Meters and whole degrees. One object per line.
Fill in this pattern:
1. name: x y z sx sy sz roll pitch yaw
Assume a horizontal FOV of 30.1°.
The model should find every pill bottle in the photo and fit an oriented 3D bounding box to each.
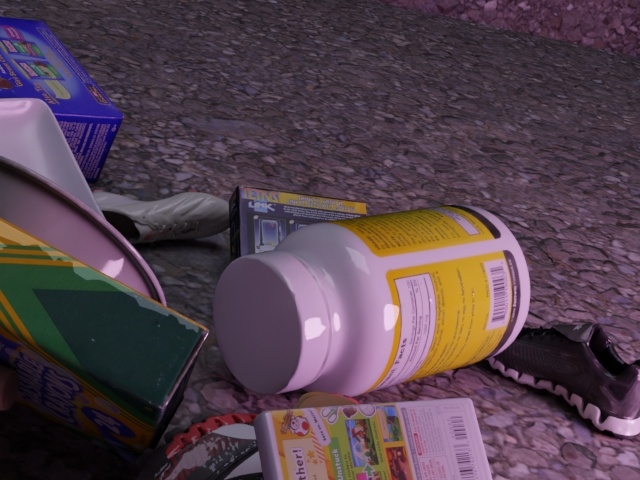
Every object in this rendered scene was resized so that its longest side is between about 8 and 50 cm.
1. pill bottle: 0.057 0.066 1.287 0.334 0.188 0.188 -8 33 -42

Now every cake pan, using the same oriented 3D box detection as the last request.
1. cake pan: -0.285 0.026 1.113 0.293 0.293 0.054 21 59 13

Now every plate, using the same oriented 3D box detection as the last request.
1. plate: -0.389 -0.044 1.340 0.278 0.045 0.277 -8 57 -41

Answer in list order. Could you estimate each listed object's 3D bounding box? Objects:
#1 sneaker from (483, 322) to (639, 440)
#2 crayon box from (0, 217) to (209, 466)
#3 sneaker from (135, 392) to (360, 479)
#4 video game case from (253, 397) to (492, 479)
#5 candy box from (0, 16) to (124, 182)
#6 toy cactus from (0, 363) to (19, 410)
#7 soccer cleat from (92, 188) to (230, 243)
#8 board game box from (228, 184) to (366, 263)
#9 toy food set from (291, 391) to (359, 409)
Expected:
1. sneaker: 0.282 0.130 1.380 0.234 0.106 0.078 30 27 29
2. crayon box: -0.266 0.064 1.010 0.323 0.203 0.083 29 63 1
3. sneaker: -0.036 0.210 1.030 0.276 0.098 0.135 -6 29 -42
4. video game case: 0.060 0.242 0.954 0.206 0.026 0.227 1 65 -30
5. candy box: -0.466 -0.195 1.561 0.317 0.122 0.268 1 36 -43
6. toy cactus: -0.342 0.111 0.974 0.180 0.219 0.112 10 55 10
7. soccer cleat: -0.204 -0.023 1.485 0.196 0.068 0.076 3 31 -10
8. board game box: -0.025 0.011 1.453 0.170 0.048 0.141 8 55 -17
9. toy food set: 0.010 0.162 1.016 0.083 0.020 0.082 28 35 12
